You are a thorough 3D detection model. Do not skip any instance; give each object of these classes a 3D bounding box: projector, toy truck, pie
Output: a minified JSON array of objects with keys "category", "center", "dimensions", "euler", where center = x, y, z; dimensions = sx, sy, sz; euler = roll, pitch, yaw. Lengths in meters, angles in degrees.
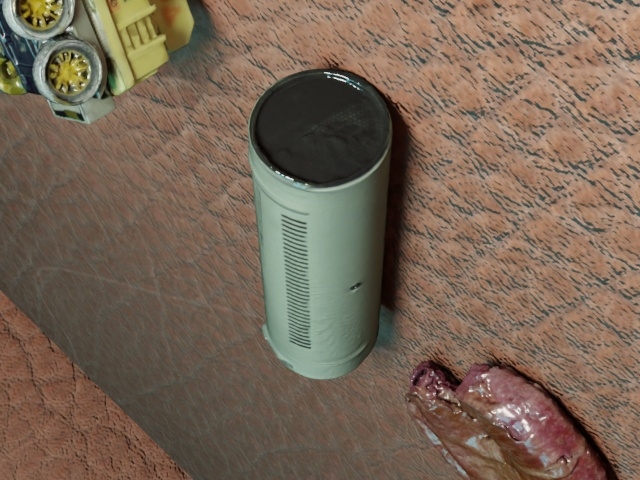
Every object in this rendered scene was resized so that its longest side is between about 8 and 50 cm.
[{"category":"projector","center":[0.000,0.000,1.105],"dimensions":[0.108,0.108,0.337],"euler":[37,157,19]},{"category":"toy truck","center":[-0.195,-0.229,0.991],"dimensions":[0.124,0.157,0.272],"euler":[14,131,53]},{"category":"pie","center":[0.165,0.183,1.213],"dimensions":[0.204,0.054,0.219],"euler":[46,159,-1]}]
